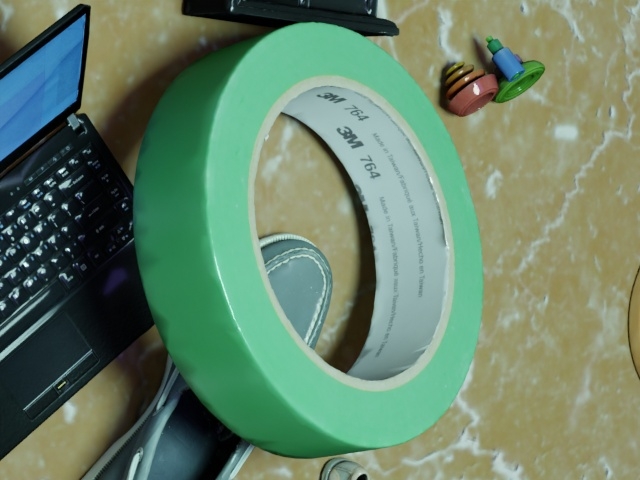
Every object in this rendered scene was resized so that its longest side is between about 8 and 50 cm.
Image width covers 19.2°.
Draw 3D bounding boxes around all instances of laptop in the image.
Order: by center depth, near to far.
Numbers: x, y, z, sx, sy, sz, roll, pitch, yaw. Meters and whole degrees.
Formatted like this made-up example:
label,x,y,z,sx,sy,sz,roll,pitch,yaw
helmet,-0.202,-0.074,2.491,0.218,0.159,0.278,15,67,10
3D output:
label,x,y,z,sx,sy,sz,roll,pitch,yaw
laptop,-0.204,0.007,1.315,0.234,0.136,0.264,-42,115,-23

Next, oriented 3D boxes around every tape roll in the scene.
label,x,y,z,sx,sy,sz,roll,pitch,yaw
tape roll,0.000,0.000,1.419,0.321,0.077,0.321,18,66,-46

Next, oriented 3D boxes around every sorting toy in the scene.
label,x,y,z,sx,sy,sz,roll,pitch,yaw
sorting toy,0.143,-0.142,1.591,0.102,0.061,0.042,-23,72,-37

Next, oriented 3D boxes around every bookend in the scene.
label,x,y,z,sx,sy,sz,roll,pitch,yaw
bookend,-0.016,-0.241,1.457,0.157,0.072,0.156,5,91,-34

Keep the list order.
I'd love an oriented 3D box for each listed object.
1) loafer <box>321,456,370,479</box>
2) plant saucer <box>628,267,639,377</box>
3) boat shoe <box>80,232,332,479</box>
label,x,y,z,sx,sy,sz,roll,pitch,yaw
loafer,0.024,0.241,1.545,0.045,0.039,0.125,-8,98,-34
plant saucer,0.372,0.071,1.765,0.200,0.037,0.200,-3,95,-33
boat shoe,-0.074,0.131,1.434,0.116,0.099,0.319,45,69,-25
